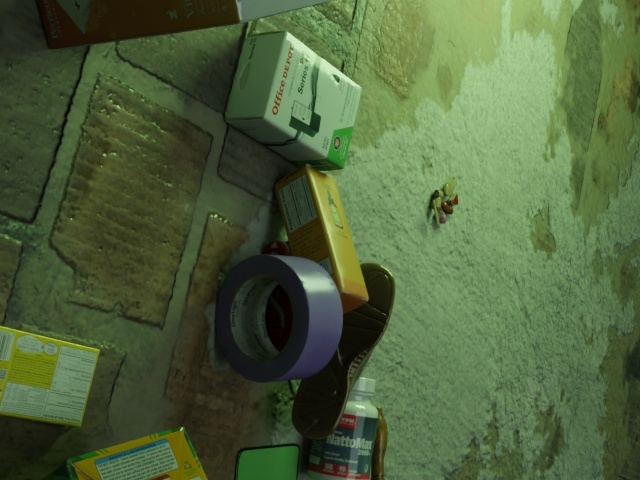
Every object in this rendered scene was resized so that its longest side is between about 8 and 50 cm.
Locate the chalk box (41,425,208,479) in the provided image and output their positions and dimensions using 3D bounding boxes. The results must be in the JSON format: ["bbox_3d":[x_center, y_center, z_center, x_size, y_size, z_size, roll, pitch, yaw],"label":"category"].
[{"bbox_3d":[-0.274,0.377,1.143,0.180,0.289,0.179,-7,65,-52],"label":"chalk box"}]

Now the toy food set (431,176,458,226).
[{"bbox_3d":[0.250,-0.075,1.912,0.122,0.019,0.078,-37,120,-52],"label":"toy food set"}]

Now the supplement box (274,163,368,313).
[{"bbox_3d":[0.000,0.000,1.488,0.078,0.080,0.233,22,47,-50],"label":"supplement box"}]

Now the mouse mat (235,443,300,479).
[{"bbox_3d":[-0.091,0.430,1.538,0.152,0.007,0.190,10,83,-50],"label":"mouse mat"}]

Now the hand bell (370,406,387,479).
[{"bbox_3d":[0.104,0.427,1.722,0.126,0.126,0.242,22,62,-49],"label":"hand bell"}]

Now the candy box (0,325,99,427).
[{"bbox_3d":[-0.371,0.166,1.166,0.206,0.027,0.105,25,76,-48],"label":"candy box"}]

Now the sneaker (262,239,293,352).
[{"bbox_3d":[-0.025,0.107,1.537,0.128,0.087,0.221,-6,98,-49],"label":"sneaker"}]

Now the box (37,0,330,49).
[{"bbox_3d":[-0.181,-0.358,1.114,0.168,0.345,0.215,-28,113,-46],"label":"box"}]

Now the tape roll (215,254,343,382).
[{"bbox_3d":[-0.064,0.116,1.408,0.080,0.189,0.189,5,88,-51],"label":"tape roll"}]

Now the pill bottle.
[{"bbox_3d":[0.042,0.321,1.612,0.108,0.108,0.180,18,78,-50],"label":"pill bottle"}]

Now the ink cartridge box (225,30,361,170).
[{"bbox_3d":[-0.039,-0.218,1.497,0.208,0.087,0.153,26,71,-47],"label":"ink cartridge box"}]

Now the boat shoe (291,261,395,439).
[{"bbox_3d":[0.033,0.179,1.547,0.098,0.109,0.302,110,2,-81],"label":"boat shoe"}]
